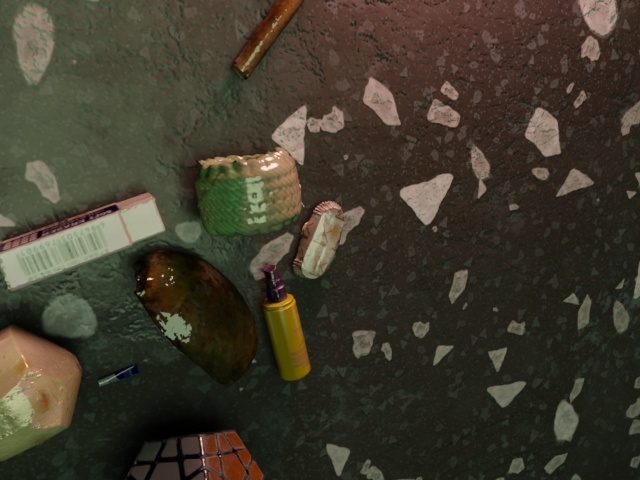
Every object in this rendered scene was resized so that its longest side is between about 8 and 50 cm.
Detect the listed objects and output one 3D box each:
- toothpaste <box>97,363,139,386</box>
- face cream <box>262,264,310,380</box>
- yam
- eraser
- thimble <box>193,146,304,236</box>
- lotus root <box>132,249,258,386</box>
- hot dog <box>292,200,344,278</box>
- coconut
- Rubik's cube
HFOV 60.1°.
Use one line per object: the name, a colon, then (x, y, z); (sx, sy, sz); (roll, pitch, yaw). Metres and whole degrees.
toothpaste: (-0.429, 0.287, 1.175); (0.083, 0.015, 0.024); (-17, 116, -26)
face cream: (-0.086, 0.187, 1.275); (0.078, 0.078, 0.273); (-19, 109, -20)
yam: (-0.094, -0.451, 1.148); (0.046, 0.046, 0.264); (37, 86, -27)
eraser: (-0.443, -0.002, 1.041); (0.287, 0.130, 0.086); (-22, 106, -18)
thimble: (-0.141, -0.101, 1.114); (0.219, 0.219, 0.150); (-13, 106, -22)
lotus root: (-0.240, 0.146, 1.149); (0.142, 0.210, 0.314); (-36, 128, -2)
hot dog: (0.000, 0.000, 1.290); (0.099, 0.053, 0.192); (18, 91, -28)
coconut: (-0.552, 0.271, 1.007); (0.241, 0.241, 0.241); (-6, 104, -24)
Rubik's cube: (-0.276, 0.541, 1.161); (0.319, 0.264, 0.319); (-6, 104, -24)
